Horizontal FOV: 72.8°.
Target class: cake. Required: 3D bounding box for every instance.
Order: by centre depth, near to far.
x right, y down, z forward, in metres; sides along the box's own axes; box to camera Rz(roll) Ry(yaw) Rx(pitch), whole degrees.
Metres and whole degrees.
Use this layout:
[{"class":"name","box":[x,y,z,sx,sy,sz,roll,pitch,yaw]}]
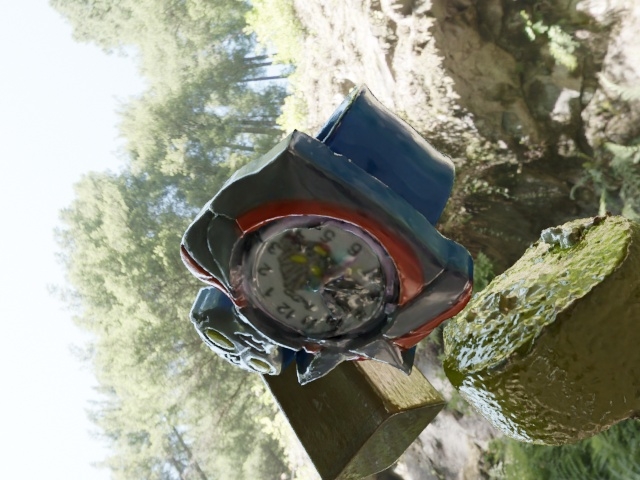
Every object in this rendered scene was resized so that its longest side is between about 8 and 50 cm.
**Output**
[{"class":"cake","box":[0.262,0.098,0.479,0.156,0.179,0.260,44,-85,2]}]

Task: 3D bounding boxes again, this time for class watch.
[{"class":"watch","box":[0.000,0.000,0.484,0.241,0.305,0.275,37,-144,-13]}]

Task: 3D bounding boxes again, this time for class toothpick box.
[{"class":"toothpick box","box":[0.010,0.170,0.646,0.187,0.308,0.190,15,-65,-47]}]
